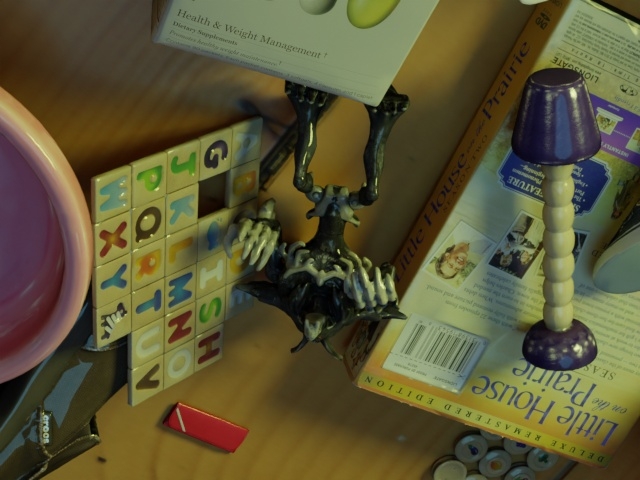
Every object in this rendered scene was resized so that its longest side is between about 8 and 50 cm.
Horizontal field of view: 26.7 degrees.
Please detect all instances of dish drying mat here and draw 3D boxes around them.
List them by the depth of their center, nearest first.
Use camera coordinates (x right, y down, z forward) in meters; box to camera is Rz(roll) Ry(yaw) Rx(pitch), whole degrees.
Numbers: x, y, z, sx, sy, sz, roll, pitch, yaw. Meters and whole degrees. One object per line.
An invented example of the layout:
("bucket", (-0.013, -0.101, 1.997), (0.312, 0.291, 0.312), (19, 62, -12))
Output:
("dish drying mat", (-0.114, 0.187, 1.346), (0.083, 0.008, 0.032), (26, 109, -23))

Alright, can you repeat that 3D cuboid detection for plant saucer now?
("plant saucer", (-0.342, -0.025, 1.099), (0.332, 0.084, 0.332), (4, 124, 6))

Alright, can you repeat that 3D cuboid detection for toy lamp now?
("toy lamp", (0.209, -0.016, 1.190), (0.080, 0.080, 0.275), (-10, 116, -7))

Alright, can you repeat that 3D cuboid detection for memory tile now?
("memory tile", (0.199, 0.225, 1.432), (0.113, 0.012, 0.148), (36, 106, -26))

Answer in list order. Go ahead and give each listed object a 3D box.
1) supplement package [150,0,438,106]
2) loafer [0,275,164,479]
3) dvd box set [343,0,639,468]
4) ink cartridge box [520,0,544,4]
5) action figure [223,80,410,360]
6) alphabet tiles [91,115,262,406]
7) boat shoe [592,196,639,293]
("supplement package", (-0.006, -0.243, 1.026), (0.194, 0.149, 0.203), (13, 133, -19))
("loafer", (-0.261, 0.176, 1.236), (0.130, 0.134, 0.366), (33, 106, -28))
("dvd box set", (0.249, 0.002, 1.287), (0.307, 0.062, 0.420), (20, 110, -20))
("ink cartridge box", (0.289, -0.345, 1.082), (0.353, 0.119, 0.207), (-19, 121, -3))
("action figure", (0.000, 0.000, 1.183), (0.164, 0.141, 0.276), (11, 113, 12))
("alphabet tiles", (-0.124, 0.025, 1.186), (0.198, 0.009, 0.237), (-27, 130, -45))
("boat shoe", (0.311, -0.028, 1.219), (0.065, 0.083, 0.183), (21, 136, -21))
